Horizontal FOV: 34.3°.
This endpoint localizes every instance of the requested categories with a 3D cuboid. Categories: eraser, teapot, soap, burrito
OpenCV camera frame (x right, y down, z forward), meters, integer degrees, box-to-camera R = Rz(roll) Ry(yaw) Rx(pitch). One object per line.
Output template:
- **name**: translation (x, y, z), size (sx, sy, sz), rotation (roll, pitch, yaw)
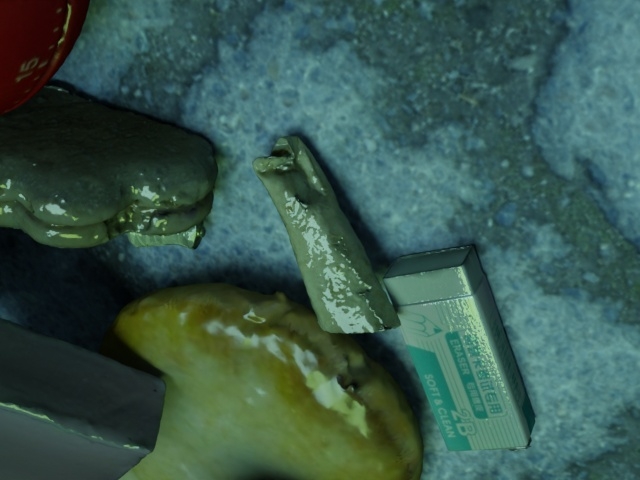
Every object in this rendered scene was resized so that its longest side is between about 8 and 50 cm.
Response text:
- **eraser**: translation (0.149, 0.119, 1.095), size (0.096, 0.052, 0.225), rotation (-10, 113, 30)
- **teapot**: translation (-0.168, -0.013, 1.171), size (0.083, 0.057, 0.067), rotation (8, 159, 17)
- **soap**: translation (-0.368, 0.213, 1.173), size (0.285, 0.107, 0.296), rotation (25, 135, -26)
- **burrito**: translation (0.000, 0.000, 1.073), size (0.087, 0.060, 0.226), rotation (-25, 90, 30)

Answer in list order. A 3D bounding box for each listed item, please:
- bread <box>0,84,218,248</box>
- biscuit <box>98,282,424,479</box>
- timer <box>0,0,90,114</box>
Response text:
- **bread**: translation (-0.284, -0.072, 1.105), size (0.337, 0.183, 0.102), rotation (16, 130, 13)
- **biscuit**: translation (-0.088, 0.232, 1.244), size (0.429, 0.104, 0.446), rotation (20, 128, 13)
- **timer**: translation (-0.397, -0.286, 0.976), size (0.378, 0.279, 0.378), rotation (13, 122, 21)
